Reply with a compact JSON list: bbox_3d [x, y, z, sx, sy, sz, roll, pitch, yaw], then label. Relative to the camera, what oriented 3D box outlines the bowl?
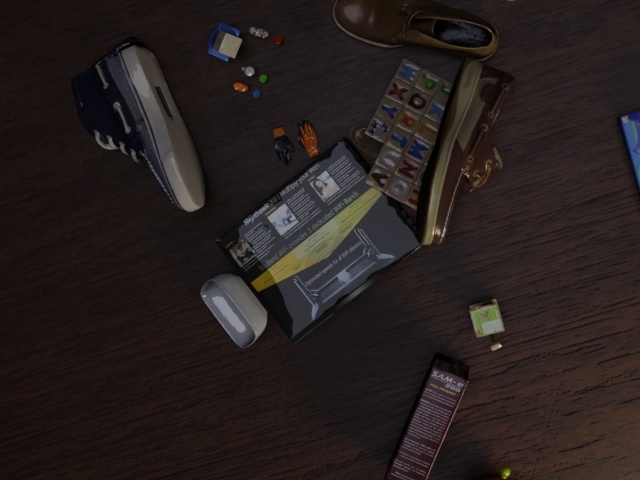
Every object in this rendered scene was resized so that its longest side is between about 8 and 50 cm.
[{"bbox_3d":[-0.154,0.122,1.964,0.053,0.142,0.142,-37,88,-23],"label":"bowl"}]

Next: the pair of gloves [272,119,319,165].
[{"bbox_3d":[-0.047,-0.182,1.976,0.083,0.010,0.074,-15,93,10],"label":"pair of gloves"}]

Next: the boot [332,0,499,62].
[{"bbox_3d":[0.165,-0.388,1.876,0.305,0.115,0.112,14,98,8],"label":"boot"}]

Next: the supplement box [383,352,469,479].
[{"bbox_3d":[0.191,0.334,1.922,0.073,0.130,0.239,22,98,6],"label":"supplement box"}]

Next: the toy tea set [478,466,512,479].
[{"bbox_3d":[0.280,0.574,1.941,0.336,0.124,0.200,-48,52,27],"label":"toy tea set"}]

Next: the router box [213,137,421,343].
[{"bbox_3d":[0.000,0.000,1.948,0.309,0.081,0.243,-38,89,10],"label":"router box"}]

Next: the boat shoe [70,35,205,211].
[{"bbox_3d":[-0.339,-0.192,1.975,0.158,0.127,0.341,-23,83,16],"label":"boat shoe"}]

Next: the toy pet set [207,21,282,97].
[{"bbox_3d":[-0.149,-0.344,1.966,0.114,0.065,0.122,19,102,-28],"label":"toy pet set"}]

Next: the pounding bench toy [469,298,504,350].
[{"bbox_3d":[0.304,0.154,1.922,0.052,0.065,0.083,-16,92,9],"label":"pounding bench toy"}]

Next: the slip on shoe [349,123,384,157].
[{"bbox_3d":[0.114,-0.169,1.936,0.135,0.041,0.051,34,99,5],"label":"slip on shoe"}]

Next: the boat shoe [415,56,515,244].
[{"bbox_3d":[0.257,-0.145,1.838,0.123,0.123,0.342,18,76,-2],"label":"boat shoe"}]

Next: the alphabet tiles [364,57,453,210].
[{"bbox_3d":[0.182,-0.179,1.897,0.198,0.009,0.237,28,81,-2],"label":"alphabet tiles"}]

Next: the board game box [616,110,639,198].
[{"bbox_3d":[0.625,-0.138,1.858,0.160,0.047,0.210,-17,93,10],"label":"board game box"}]
